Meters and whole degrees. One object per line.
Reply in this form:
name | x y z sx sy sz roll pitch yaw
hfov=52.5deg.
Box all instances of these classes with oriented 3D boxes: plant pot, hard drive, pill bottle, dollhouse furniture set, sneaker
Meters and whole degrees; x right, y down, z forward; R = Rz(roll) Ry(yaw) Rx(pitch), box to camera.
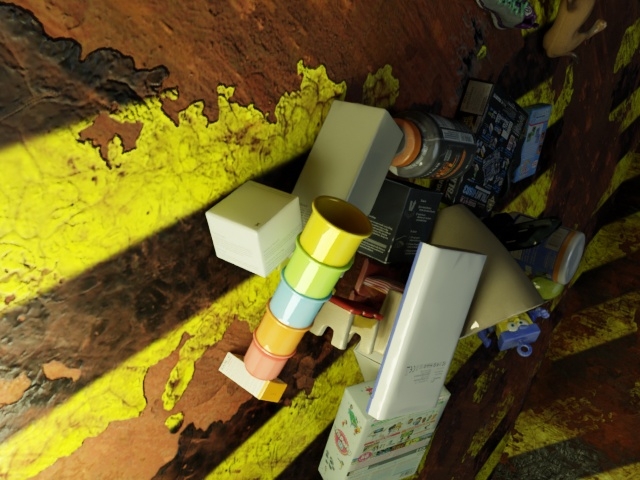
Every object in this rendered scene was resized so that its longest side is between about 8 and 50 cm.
plant pot | 0.322 0.066 1.456 0.256 0.274 0.256 -21 167 -5
hard drive | 0.200 0.166 1.200 0.210 0.040 0.319 8 102 -51
pill bottle | 0.200 -0.185 1.268 0.245 0.130 0.130 -6 114 -54
dollhouse furniture set | 0.096 0.119 1.250 0.374 0.201 0.152 22 91 -51
pill bottle | 0.569 0.008 1.792 0.152 0.272 0.152 -33 134 -43
sneaker | 0.526 -0.203 1.806 0.089 0.051 0.170 -26 126 -41
sneaker | 0.407 -0.520 1.395 0.223 0.098 0.083 11 100 -58

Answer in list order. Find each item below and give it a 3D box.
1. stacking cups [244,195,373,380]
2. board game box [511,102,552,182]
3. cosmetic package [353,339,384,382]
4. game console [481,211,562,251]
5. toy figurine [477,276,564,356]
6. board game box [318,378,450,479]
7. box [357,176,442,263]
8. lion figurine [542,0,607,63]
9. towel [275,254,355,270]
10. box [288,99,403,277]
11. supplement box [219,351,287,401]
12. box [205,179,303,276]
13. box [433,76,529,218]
stacking cups | -0.039 0.082 0.976 0.096 0.096 0.316 -13 140 -52
board game box | 0.604 -0.285 1.882 0.160 0.039 0.211 -21 125 -49
cosmetic package | 0.194 0.312 1.580 0.160 0.113 0.309 -50 145 -24
game console | 0.439 0.008 1.595 0.044 0.361 0.213 45 72 -9
toy figurine | 0.546 0.235 1.797 0.362 0.217 0.191 -12 137 -8
board game box | 0.139 0.437 1.464 0.224 0.097 0.303 -9 132 -28
box | 0.158 -0.041 1.327 0.156 0.093 0.158 2 108 -56
lion figurine | 0.654 -0.597 1.678 0.240 0.142 0.392 -36 141 -29
towel | 0.000 0.000 1.194 0.237 0.021 0.102 -2 105 -54
box | 0.029 -0.088 1.079 0.094 0.113 0.275 38 75 -56
supplement box | -0.113 0.229 1.090 0.036 0.098 0.062 -61 149 -3
box | -0.095 -0.020 0.962 0.102 0.101 0.087 -43 141 -36
box | 0.394 -0.213 1.589 0.295 0.073 0.293 8 103 -57
